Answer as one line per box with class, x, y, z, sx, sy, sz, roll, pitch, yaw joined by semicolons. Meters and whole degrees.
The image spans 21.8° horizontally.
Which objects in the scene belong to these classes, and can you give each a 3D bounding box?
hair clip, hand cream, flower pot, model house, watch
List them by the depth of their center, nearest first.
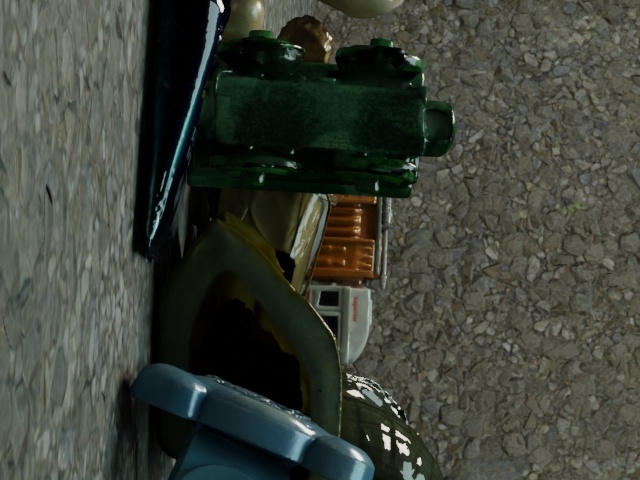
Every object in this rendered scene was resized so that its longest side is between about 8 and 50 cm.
watch;-0.084;0.216;1.351;0.211;0.211;0.193;72;42;-83
hand cream;-0.121;-0.117;1.398;0.120;0.061;0.271;121;-20;-85
model house;-0.059;0.107;1.564;0.239;0.173;0.268;-58;153;-84
hair clip;-0.128;0.042;1.637;0.137;0.022;0.054;89;3;-50
flower pot;-0.016;0.292;1.839;0.213;0.301;0.302;-123;-147;-71

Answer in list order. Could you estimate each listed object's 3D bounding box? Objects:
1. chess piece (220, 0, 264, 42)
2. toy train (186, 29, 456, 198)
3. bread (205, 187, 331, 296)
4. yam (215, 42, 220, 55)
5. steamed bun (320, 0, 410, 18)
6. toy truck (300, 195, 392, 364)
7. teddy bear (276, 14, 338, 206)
chess piece;-0.065;-0.347;1.688;0.124;0.138;0.307;31;60;-51
toy train;-0.009;-0.117;1.586;0.202;0.266;0.145;165;-72;-82
bread;-0.064;-0.019;1.783;0.224;0.142;0.212;104;-4;-51
yam;-0.110;-0.226;1.869;0.107;0.014;0.014;-80;173;-68
steamed bun;0.018;-0.449;2.061;0.206;0.275;0.320;18;-85;54
toy truck;0.000;0.000;2.435;0.173;0.207;0.388;47;46;-86
teddy bear;0.004;-0.162;2.195;0.296;0.246;0.222;-55;176;32
